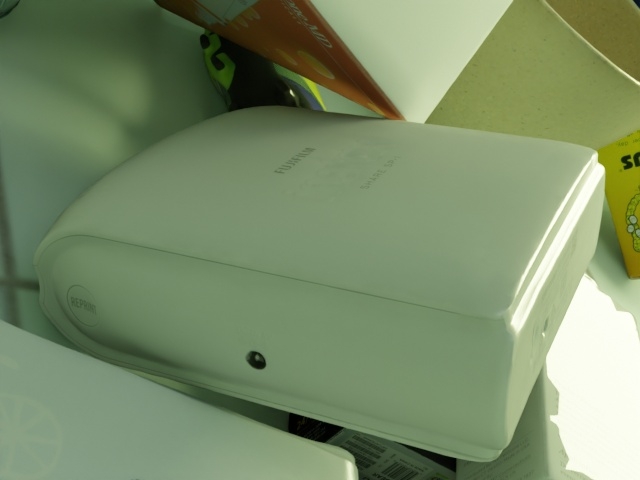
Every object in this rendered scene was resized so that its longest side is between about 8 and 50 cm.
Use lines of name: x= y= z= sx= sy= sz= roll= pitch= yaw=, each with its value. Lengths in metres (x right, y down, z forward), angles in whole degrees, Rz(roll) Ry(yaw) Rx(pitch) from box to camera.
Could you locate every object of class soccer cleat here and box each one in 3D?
soccer cleat: x=-0.042 y=-0.132 z=0.850 sx=0.121 sy=0.093 sz=0.289 roll=58 pitch=12 yaw=-45

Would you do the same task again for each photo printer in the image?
photo printer: x=0.000 y=0.000 z=0.584 sx=0.308 sy=0.107 sz=0.256 roll=11 pitch=29 yaw=24

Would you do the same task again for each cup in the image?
cup: x=0.199 y=-0.201 z=1.034 sx=0.331 sy=0.237 sz=0.331 roll=29 pitch=37 yaw=-24

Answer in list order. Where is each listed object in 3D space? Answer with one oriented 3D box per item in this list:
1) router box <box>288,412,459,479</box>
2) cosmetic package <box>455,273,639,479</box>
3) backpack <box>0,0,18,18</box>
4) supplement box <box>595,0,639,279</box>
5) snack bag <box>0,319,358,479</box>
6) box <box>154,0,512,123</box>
router box: x=0.123 y=0.125 z=0.735 sx=0.309 sy=0.081 sz=0.243 roll=31 pitch=36 yaw=-22
cosmetic package: x=0.161 y=0.117 z=0.635 sx=0.117 sy=0.085 sz=0.231 roll=36 pitch=33 yaw=-15
backpack: x=-0.270 y=-0.216 z=0.613 sx=0.166 sy=0.144 sz=0.188 roll=43 pitch=36 yaw=-15
supplement box: x=0.468 y=-0.156 z=1.210 sx=0.194 sy=0.195 sz=0.356 roll=-26 pitch=100 yaw=-56
snack bag: x=-0.101 y=0.157 z=0.368 sx=0.323 sy=0.037 sz=0.342 roll=25 pitch=30 yaw=-16
box: x=-0.044 y=-0.256 z=0.700 sx=0.345 sy=0.168 sz=0.215 roll=33 pitch=-5 yaw=39
